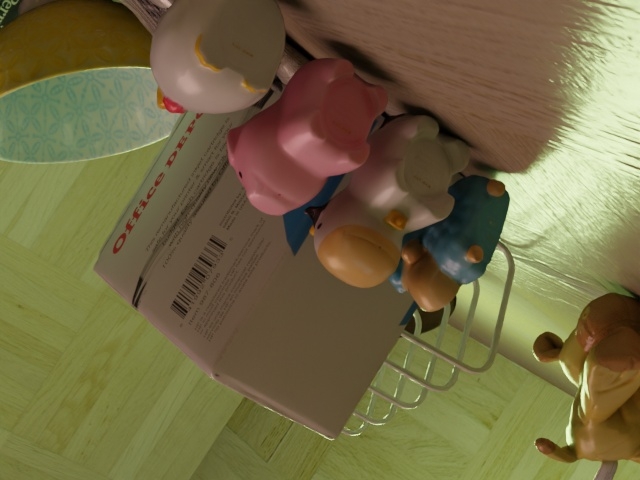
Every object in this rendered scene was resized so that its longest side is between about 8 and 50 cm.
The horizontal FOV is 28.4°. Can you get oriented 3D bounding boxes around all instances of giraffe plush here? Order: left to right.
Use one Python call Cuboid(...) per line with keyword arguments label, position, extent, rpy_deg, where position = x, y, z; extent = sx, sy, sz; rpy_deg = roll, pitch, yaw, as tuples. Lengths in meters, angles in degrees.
Cuboid(label="giraffe plush", position=(0.296, 0.128, 1.233), extent=(0.181, 0.210, 0.170), rpy_deg=(24, -147, -17))

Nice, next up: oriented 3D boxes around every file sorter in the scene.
Cuboid(label="file sorter", position=(0.069, 0.093, 1.490), extent=(0.173, 0.192, 0.278), rpy_deg=(31, 144, -17))

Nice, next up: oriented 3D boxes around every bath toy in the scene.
Cuboid(label="bath toy", position=(-0.007, -0.073, 1.028), extent=(0.348, 0.151, 0.129), rpy_deg=(37, 160, -30))

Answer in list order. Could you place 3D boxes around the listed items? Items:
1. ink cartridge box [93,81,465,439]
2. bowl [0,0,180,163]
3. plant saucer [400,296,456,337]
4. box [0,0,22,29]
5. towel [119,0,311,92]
Cuboid(label="ink cartridge box", position=(-0.054, -0.007, 1.339), extent=(0.166, 0.285, 0.395), rpy_deg=(33, 178, -30))
Cuboid(label="bowl", position=(-0.293, -0.215, 1.523), extent=(0.289, 0.290, 0.156), rpy_deg=(42, -146, -73))
Cuboid(label="plant saucer", position=(0.063, 0.048, 1.972), extent=(0.311, 0.050, 0.310), rpy_deg=(7, -152, -4))
Cuboid(label="box", position=(-0.749, -0.301, 1.767), extent=(0.472, 0.479, 0.297), rpy_deg=(29, -176, -46))
Cuboid(label="towel", position=(-0.183, -0.243, 1.151), extent=(0.324, 0.056, 0.312), rpy_deg=(35, 177, -34))
